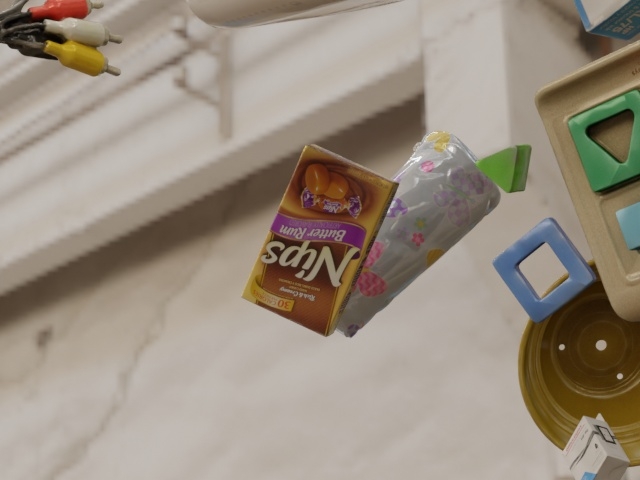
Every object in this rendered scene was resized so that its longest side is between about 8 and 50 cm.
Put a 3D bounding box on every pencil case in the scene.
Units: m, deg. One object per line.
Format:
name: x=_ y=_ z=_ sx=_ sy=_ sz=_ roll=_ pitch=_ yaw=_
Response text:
pencil case: x=0.086 y=-0.010 z=2.116 sx=0.273 sy=0.124 sz=0.113 roll=-43 pitch=-5 yaw=-8

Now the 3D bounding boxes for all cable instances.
cable: x=-0.370 y=-0.267 z=2.168 sx=0.072 sy=0.139 sz=0.287 roll=-29 pitch=-19 yaw=37

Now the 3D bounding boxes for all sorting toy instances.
sorting toy: x=0.266 y=-0.057 z=1.314 sx=0.347 sy=0.196 sz=0.047 roll=-25 pitch=-7 yaw=27

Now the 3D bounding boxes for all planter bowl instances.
planter bowl: x=0.294 y=0.113 z=1.793 sx=0.217 sy=0.217 sz=0.090 roll=4 pitch=7 yaw=-9

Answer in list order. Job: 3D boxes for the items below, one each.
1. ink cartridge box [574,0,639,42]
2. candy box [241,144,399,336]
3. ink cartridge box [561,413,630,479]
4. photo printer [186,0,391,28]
ink cartridge box: x=0.378 y=-0.312 z=1.711 sx=0.270 sy=0.198 sz=0.197 roll=6 pitch=-33 yaw=-40
candy box: x=0.000 y=0.000 z=1.956 sx=0.109 sy=0.187 sz=0.053 roll=24 pitch=7 yaw=9
ink cartridge box: x=0.257 y=0.201 z=1.676 sx=0.028 sy=0.083 sz=0.048 roll=17 pitch=-67 yaw=-21
photo printer: x=0.029 y=-0.287 z=1.777 sx=0.256 sy=0.107 sz=0.307 roll=-10 pitch=5 yaw=35
